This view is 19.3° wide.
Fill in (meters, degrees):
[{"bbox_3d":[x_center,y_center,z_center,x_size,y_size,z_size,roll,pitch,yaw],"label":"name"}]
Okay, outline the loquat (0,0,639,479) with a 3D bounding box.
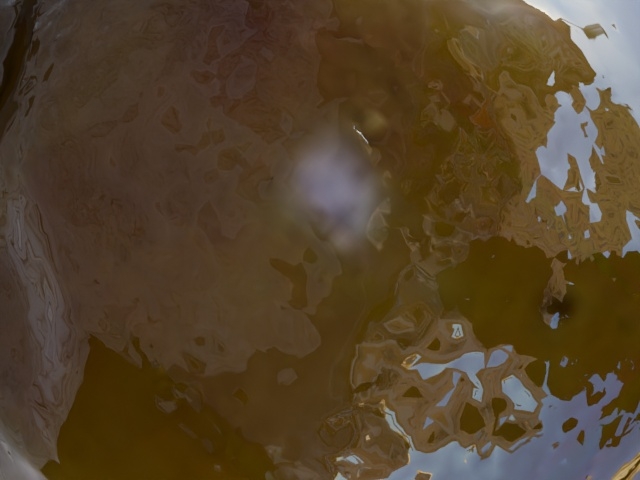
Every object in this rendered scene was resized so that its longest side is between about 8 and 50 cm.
[{"bbox_3d":[0.000,0.000,0.711,0.328,0.328,0.328,-30,-136,35],"label":"loquat"}]
